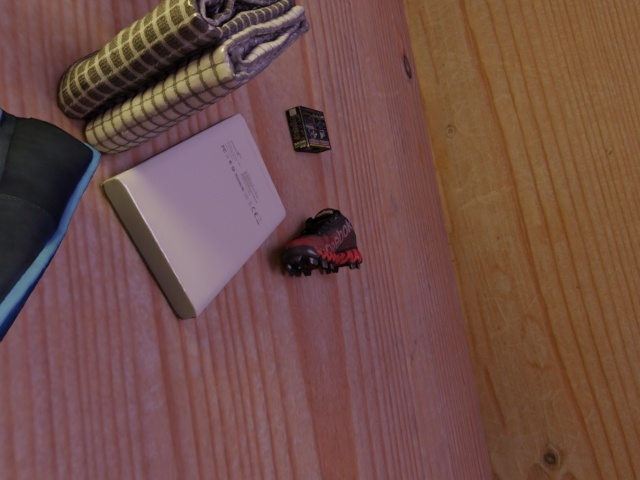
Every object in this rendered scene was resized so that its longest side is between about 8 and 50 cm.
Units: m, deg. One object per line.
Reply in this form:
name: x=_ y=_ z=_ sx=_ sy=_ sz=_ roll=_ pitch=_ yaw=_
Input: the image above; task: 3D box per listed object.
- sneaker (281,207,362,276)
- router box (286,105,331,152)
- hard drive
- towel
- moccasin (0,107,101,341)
sneaker: x=0.000 y=0.000 z=0.924 sx=0.276 sy=0.098 sz=0.135 roll=2 pitch=78 yaw=-65
router box: x=-0.024 y=-0.247 z=1.047 sx=0.122 sy=0.038 sz=0.092 roll=-16 pitch=93 yaw=-63
hard drive: x=-0.160 y=-0.055 z=0.699 sx=0.203 sy=0.040 sz=0.307 roll=67 pitch=29 yaw=-20
towel: x=-0.155 y=-0.240 z=0.579 sx=0.121 sy=0.235 sz=0.283 roll=57 pitch=33 yaw=-24
moccasin: x=-0.271 y=0.003 z=0.344 sx=0.117 sy=0.137 sz=0.342 roll=33 pitch=19 yaw=-29
